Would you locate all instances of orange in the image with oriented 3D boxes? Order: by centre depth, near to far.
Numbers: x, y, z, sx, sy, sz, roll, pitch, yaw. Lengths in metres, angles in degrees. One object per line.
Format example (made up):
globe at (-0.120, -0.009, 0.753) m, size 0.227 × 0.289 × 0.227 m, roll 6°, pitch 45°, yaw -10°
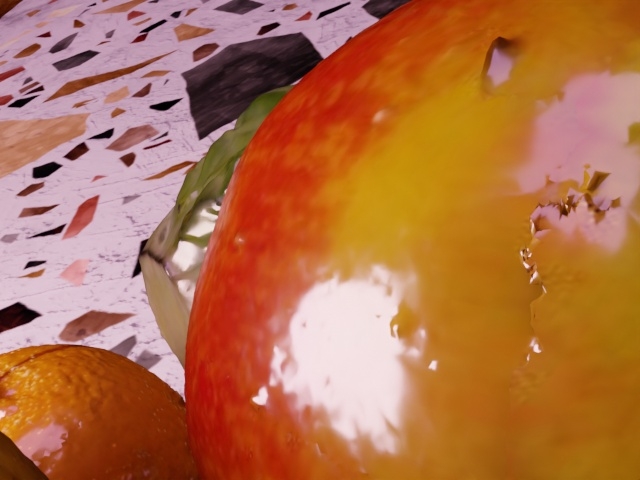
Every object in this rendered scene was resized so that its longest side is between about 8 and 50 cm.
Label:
orange at (-0.164, 0.148, 0.660) m, size 0.193 × 0.161 × 0.193 m, roll -12°, pitch 31°, yaw 7°

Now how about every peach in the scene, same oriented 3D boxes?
peach at (0.116, 0.048, 0.485) m, size 0.370 × 0.370 × 0.370 m, roll -16°, pitch 29°, yaw 9°

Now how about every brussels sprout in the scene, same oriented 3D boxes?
brussels sprout at (0.000, 0.000, 0.763) m, size 0.244 × 0.244 × 0.244 m, roll -16°, pitch 29°, yaw 9°

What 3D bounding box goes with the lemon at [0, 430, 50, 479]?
lemon at (-0.251, 0.215, 0.421) m, size 0.387 × 0.350 × 0.350 m, roll -9°, pitch 31°, yaw 26°
